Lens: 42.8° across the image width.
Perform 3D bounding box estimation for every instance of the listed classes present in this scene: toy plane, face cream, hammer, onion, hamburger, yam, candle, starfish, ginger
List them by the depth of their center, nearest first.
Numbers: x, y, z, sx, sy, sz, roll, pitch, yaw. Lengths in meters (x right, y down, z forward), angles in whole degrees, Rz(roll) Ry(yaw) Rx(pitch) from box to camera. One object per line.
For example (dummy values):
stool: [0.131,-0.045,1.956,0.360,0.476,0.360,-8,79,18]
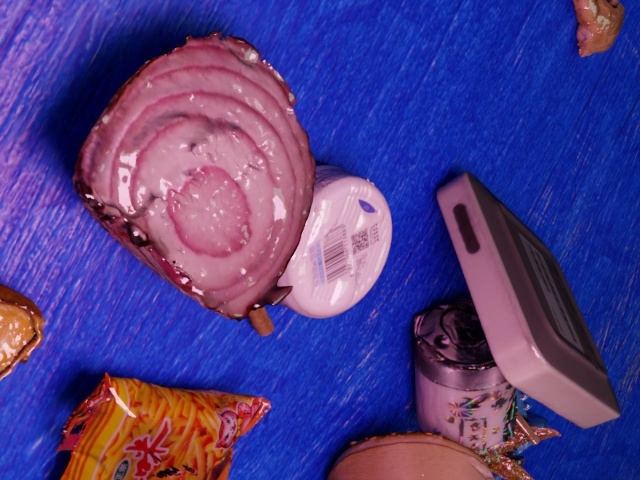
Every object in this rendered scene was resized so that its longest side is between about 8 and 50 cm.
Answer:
onion: [-0.139,-0.078,0.943,0.314,0.146,0.280,48,61,-36]
yam: [-0.101,0.076,1.115,0.032,0.032,0.145,-44,132,-20]
face cream: [0.000,0.000,1.119,0.206,0.111,0.206,-20,120,-39]
hamburger: [0.151,0.438,1.359,0.176,0.300,0.300,-81,161,-53]
ginger: [0.484,-0.398,1.420,0.096,0.067,0.165,-30,130,-3]
candle: [0.254,0.273,1.432,0.187,0.187,0.330,-27,128,-32]
hammer: [0.341,0.302,1.539,0.062,0.199,0.013,-27,161,-29]
starfish: [0.318,0.409,1.568,0.277,0.062,0.236,-6,100,-6]
toy plane: [0.402,0.400,1.693,0.271,0.105,0.254,0,102,-39]

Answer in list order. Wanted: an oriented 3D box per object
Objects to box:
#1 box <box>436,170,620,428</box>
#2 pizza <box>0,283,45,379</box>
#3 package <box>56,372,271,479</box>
box: [0.346,0.099,1.336,0.090,0.367,0.373,-31,142,24]
pizza: [-0.402,0.140,0.832,0.251,0.074,0.288,-14,119,-38]
package: [-0.219,0.277,1.050,0.288,0.108,0.223,20,100,-39]
